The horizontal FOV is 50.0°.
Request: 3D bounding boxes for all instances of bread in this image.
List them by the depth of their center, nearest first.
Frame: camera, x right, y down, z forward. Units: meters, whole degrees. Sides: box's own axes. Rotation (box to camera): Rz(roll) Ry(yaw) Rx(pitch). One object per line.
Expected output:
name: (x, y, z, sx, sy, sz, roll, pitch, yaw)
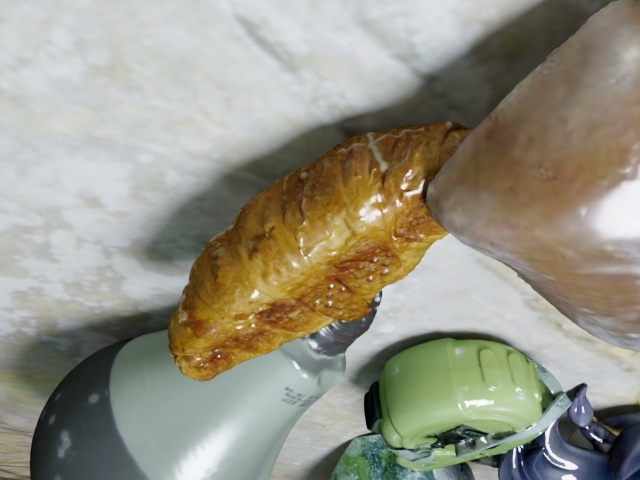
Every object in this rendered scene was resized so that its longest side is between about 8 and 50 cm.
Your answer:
bread: (0.000, 0.000, 0.400, 0.233, 0.076, 0.105, -35, 144, 21)

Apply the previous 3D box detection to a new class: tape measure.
tape measure: (0.122, 0.148, 0.614, 0.177, 0.087, 0.154, -27, 137, 28)

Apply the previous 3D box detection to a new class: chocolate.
chocolate: (0.187, -0.004, 0.357, 0.157, 0.080, 0.254, -46, 133, 17)

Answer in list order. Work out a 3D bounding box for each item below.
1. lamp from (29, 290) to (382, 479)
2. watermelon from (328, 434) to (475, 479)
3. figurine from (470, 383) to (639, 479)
lamp: (-0.074, 0.133, 0.537, 0.314, 0.182, 0.182, -30, 140, 6)
watermelon: (0.118, 0.374, 0.855, 0.319, 0.214, 0.289, 55, 135, 2)
figurine: (0.280, 0.267, 0.726, 0.265, 0.197, 0.175, -12, 157, -1)
